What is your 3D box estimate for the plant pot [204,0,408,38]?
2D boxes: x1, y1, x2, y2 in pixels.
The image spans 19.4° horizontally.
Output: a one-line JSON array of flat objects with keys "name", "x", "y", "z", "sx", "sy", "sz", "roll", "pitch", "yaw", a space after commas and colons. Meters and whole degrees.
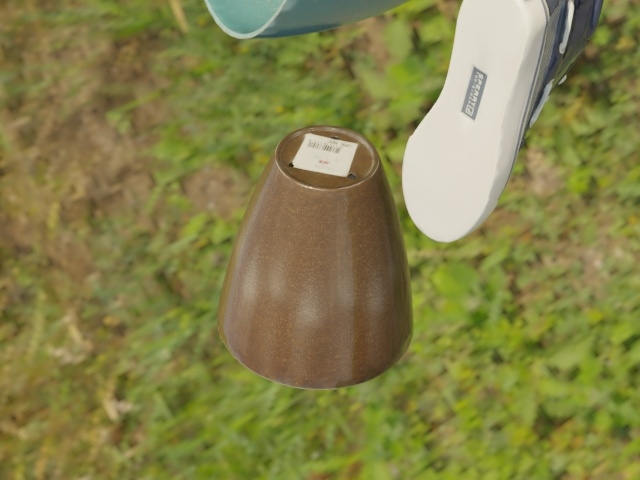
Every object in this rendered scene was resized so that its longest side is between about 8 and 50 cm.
[{"name": "plant pot", "x": 0.036, "y": -0.292, "z": 1.403, "sx": 0.290, "sy": 0.195, "sz": 0.290, "roll": 180, "pitch": 90, "yaw": -67}]

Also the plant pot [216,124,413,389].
[{"name": "plant pot", "x": 0.000, "y": 0.000, "z": 1.971, "sx": 0.215, "sy": 0.215, "sz": 0.230, "roll": 35, "pitch": 139, "yaw": 31}]

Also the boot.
[{"name": "boot", "x": 0.112, "y": -0.083, "z": 1.103, "sx": 0.069, "sy": 0.086, "sz": 0.190, "roll": 43, "pitch": 137, "yaw": 24}]
